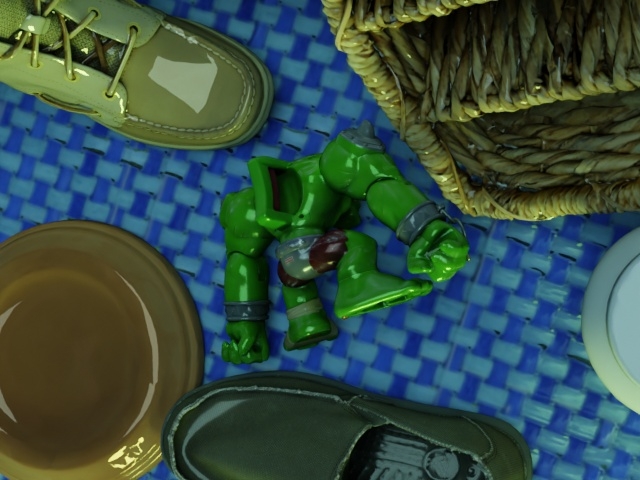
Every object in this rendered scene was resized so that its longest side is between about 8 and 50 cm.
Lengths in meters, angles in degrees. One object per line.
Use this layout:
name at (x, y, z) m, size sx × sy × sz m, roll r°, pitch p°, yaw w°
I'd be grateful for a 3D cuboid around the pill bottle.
pill bottle at (0.209, 0.045, 0.716) m, size 0.117 × 0.208 × 0.118 m, roll -1°, pitch 87°, yaw 13°

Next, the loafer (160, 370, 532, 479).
loafer at (0.010, 0.137, 0.819) m, size 0.251 × 0.087 × 0.094 m, roll 2°, pitch 88°, yaw 12°

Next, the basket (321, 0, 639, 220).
basket at (0.132, -0.142, 0.671) m, size 0.299 × 0.213 × 0.223 m, roll -1°, pitch 77°, yaw 50°

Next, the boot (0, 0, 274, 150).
boot at (-0.173, -0.135, 0.814) m, size 0.262 × 0.203 × 0.095 m, roll 24°, pitch 93°, yaw 14°

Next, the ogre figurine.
ogre figurine at (0.000, 0.000, 0.820) m, size 0.197 × 0.097 × 0.118 m, roll -34°, pitch 70°, yaw 54°

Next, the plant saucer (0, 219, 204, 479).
plant saucer at (-0.182, 0.084, 0.893) m, size 0.200 × 0.037 × 0.200 m, roll -1°, pitch 86°, yaw 13°
